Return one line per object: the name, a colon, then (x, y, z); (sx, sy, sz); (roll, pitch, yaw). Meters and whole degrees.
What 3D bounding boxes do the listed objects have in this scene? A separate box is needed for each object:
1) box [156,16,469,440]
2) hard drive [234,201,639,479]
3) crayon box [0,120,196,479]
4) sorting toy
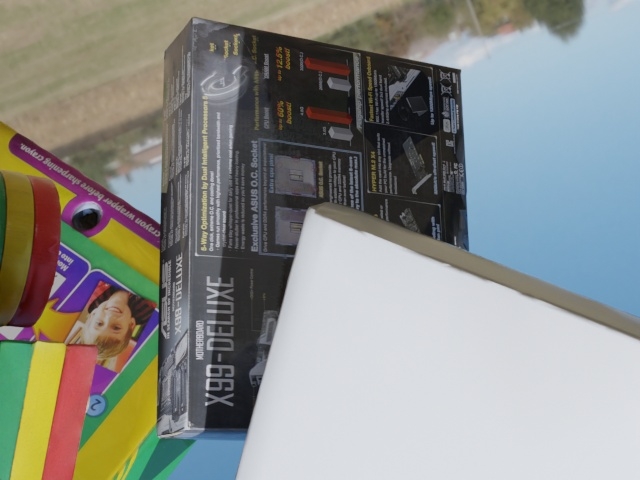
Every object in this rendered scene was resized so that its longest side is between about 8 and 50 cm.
box: (0.000, 0.000, 0.776); (0.242, 0.307, 0.076); (5, 165, -26)
hard drive: (0.054, 0.183, 0.551); (0.233, 0.353, 0.047); (22, -163, 22)
crayon box: (-0.276, 0.094, 0.906); (0.313, 0.363, 0.106); (-52, 158, -17)
sorting toy: (-0.199, 0.088, 0.537); (0.089, 0.255, 0.257); (9, -144, -31)
